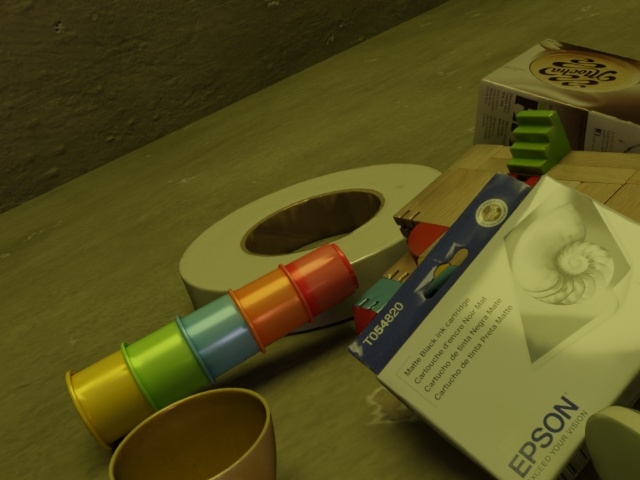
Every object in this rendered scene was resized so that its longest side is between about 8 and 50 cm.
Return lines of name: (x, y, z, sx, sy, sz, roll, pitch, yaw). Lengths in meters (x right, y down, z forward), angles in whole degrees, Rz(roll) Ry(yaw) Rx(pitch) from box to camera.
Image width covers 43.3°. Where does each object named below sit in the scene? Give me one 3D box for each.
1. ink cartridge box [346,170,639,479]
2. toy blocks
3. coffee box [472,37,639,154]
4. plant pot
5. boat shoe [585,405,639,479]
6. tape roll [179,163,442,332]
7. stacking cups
ink cartridge box: (0.153, 0.058, 0.641, 0.223, 0.045, 0.224, -50, 50, -6)
toy blocks: (0.187, 0.023, 0.796, 0.261, 0.190, 0.381, -41, 27, -21)
coffee box: (0.346, -0.119, 0.915, 0.297, 0.118, 0.168, 26, 43, 33)
plant pot: (-0.090, 0.198, 0.655, 0.134, 0.095, 0.134, -16, 20, 6)
boat shoe: (0.259, 0.164, 0.469, 0.081, 0.079, 0.227, -19, 30, -24)
tape roll: (0.000, 0.000, 1.112, 0.392, 0.071, 0.392, -16, 20, 6)
stacking cups: (-0.104, 0.107, 0.860, 0.316, 0.096, 0.096, -27, 22, -8)
